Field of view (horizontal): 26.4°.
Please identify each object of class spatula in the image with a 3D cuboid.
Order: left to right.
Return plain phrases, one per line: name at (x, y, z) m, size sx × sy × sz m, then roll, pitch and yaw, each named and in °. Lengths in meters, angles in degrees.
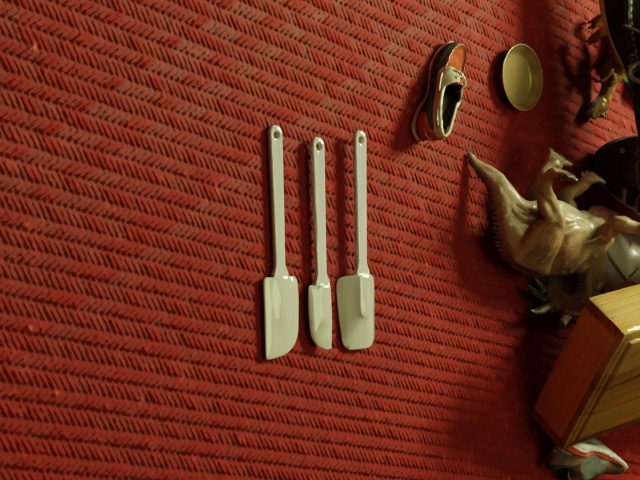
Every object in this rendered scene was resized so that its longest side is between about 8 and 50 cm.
spatula at (0.000, 0.000, 1.455) m, size 0.168 × 0.019 × 0.242 m, roll -2°, pitch 91°, yaw -40°

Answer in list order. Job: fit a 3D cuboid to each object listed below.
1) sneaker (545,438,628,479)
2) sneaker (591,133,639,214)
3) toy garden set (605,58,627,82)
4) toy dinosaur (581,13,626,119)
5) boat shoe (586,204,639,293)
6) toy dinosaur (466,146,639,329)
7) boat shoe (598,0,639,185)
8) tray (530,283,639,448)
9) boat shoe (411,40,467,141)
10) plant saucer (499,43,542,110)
sneaker at (0.342, 0.290, 1.790) m, size 0.158 × 0.061 × 0.065 m, roll 25°, pitch 99°, yaw -42°
sneaker at (0.507, -0.086, 1.905) m, size 0.330 × 0.147 × 0.129 m, roll 6°, pitch 96°, yaw -27°
toy garden set at (0.523, -0.275, 1.924) m, size 0.244 × 0.049 × 0.204 m, roll 31°, pitch 100°, yaw -40°
toy dinosaur at (0.412, -0.258, 1.817) m, size 0.112 × 0.064 × 0.211 m, roll 38°, pitch 101°, yaw -19°
boat shoe at (0.448, 0.048, 1.855) m, size 0.277 × 0.096 × 0.098 m, roll 46°, pitch 58°, yaw -36°
toy dinosaur at (0.284, 0.009, 1.683) m, size 0.296 × 0.127 × 0.200 m, roll 25°, pitch 108°, yaw -27°
boat shoe at (0.466, -0.212, 1.715) m, size 0.187 × 0.156 × 0.500 m, roll -8°, pitch 96°, yaw -3°
tray at (0.476, 0.132, 1.774) m, size 0.411 × 0.076 × 0.203 m, roll -11°, pitch 136°, yaw -34°
boat shoe at (0.147, -0.174, 1.585) m, size 0.049 × 0.043 × 0.137 m, roll 40°, pitch 61°, yaw -36°
plant saucer at (0.248, -0.204, 1.708) m, size 0.083 × 0.015 × 0.083 m, roll 0°, pitch 89°, yaw -45°
